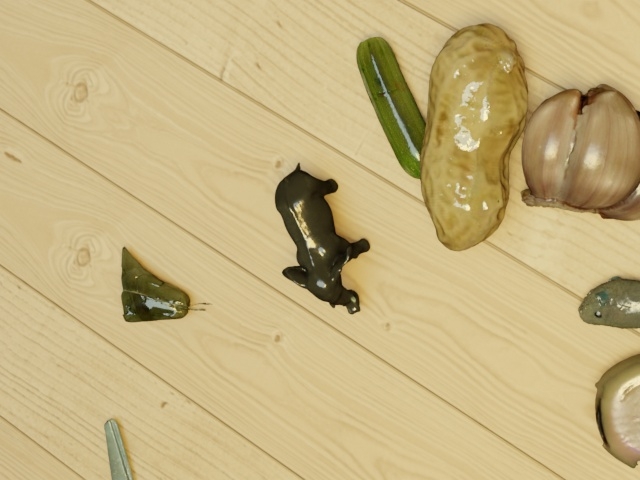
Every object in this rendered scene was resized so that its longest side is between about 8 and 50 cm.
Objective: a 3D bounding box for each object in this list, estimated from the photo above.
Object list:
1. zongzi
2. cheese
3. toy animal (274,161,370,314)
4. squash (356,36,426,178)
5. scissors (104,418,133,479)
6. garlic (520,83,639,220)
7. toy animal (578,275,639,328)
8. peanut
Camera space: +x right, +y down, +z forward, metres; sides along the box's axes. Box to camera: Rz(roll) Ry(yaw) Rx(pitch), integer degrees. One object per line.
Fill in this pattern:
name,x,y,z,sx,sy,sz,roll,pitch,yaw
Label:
zongzi,-0.262,0.069,1.686,0.154,0.062,0.131,-5,82,14
cheese,0.533,0.234,1.403,0.286,0.082,0.163,-5,95,19
toy animal,-0.004,0.004,1.533,0.114,0.146,0.245,-33,85,19
squash,0.116,-0.197,1.515,0.066,0.066,0.229,-24,87,20
scissors,-0.325,0.531,1.766,0.192,0.029,0.447,-10,92,20
garlic,0.379,-0.114,1.379,0.214,0.160,0.191,18,106,20
toy animal,0.488,0.073,1.411,0.252,0.070,0.079,-19,106,17
peanut,0.218,-0.144,1.427,0.153,0.140,0.325,-1,81,45
